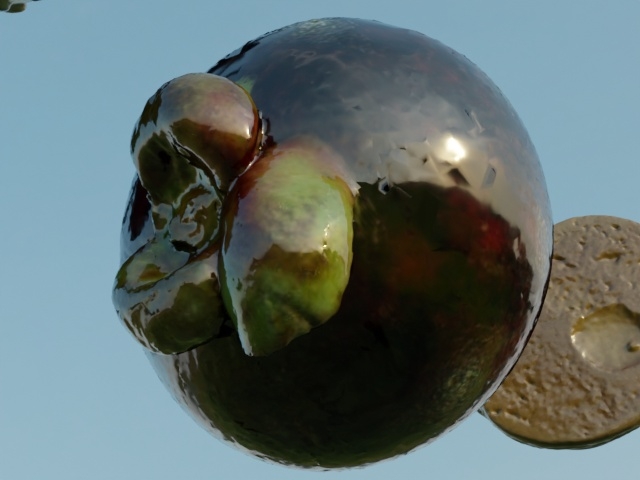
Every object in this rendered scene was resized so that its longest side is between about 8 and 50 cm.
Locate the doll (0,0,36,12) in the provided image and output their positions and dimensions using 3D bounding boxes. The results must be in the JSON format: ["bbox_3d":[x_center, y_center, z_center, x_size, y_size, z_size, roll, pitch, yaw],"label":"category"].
[{"bbox_3d":[-0.259,-0.297,1.423,0.376,0.365,0.187,-5,-69,19],"label":"doll"}]

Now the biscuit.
[{"bbox_3d":[0.202,0.075,1.197,0.208,0.181,0.049,-31,-25,-3],"label":"biscuit"}]

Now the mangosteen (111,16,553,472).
[{"bbox_3d":[0.000,0.000,0.912,0.288,0.288,0.288,-9,-31,-5],"label":"mangosteen"}]
